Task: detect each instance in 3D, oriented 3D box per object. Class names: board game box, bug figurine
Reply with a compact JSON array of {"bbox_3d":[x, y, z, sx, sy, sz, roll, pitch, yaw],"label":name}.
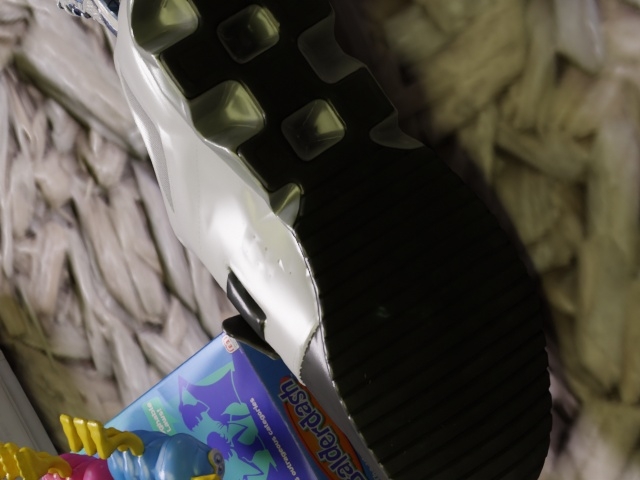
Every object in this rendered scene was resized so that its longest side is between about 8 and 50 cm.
[{"bbox_3d":[-0.051,0.151,1.123,0.210,0.047,0.160,-40,78,48],"label":"board game box"},{"bbox_3d":[-0.094,0.207,1.104,0.216,0.072,0.279,8,119,51],"label":"bug figurine"}]

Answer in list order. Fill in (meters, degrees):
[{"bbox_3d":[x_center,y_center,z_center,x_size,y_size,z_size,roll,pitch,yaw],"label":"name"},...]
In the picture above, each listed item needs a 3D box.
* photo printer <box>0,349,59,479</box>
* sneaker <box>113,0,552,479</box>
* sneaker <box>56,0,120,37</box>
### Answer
[{"bbox_3d":[-0.295,0.207,1.354,0.307,0.107,0.256,-35,82,47],"label":"photo printer"},{"bbox_3d":[0.000,0.000,0.972,0.330,0.122,0.146,61,156,4],"label":"sneaker"},{"bbox_3d":[-0.124,-0.148,1.072,0.135,0.052,0.058,53,147,25],"label":"sneaker"}]
